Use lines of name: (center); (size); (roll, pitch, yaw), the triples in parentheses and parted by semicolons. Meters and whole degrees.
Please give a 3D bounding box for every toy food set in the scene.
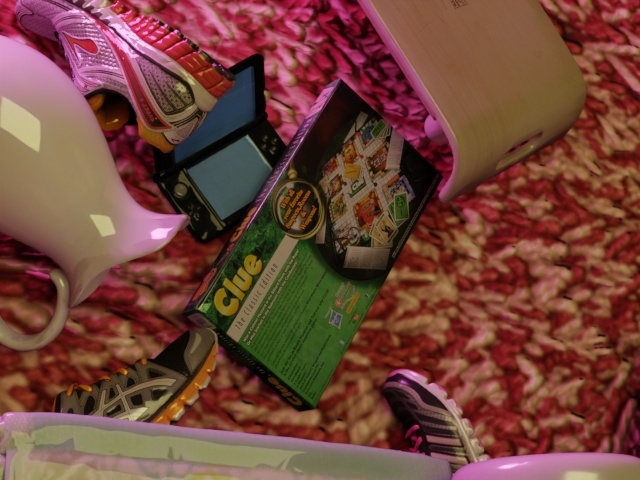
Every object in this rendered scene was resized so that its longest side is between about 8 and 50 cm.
toy food set: (0.096, -0.198, 1.295); (0.220, 0.092, 0.306); (-27, 84, -45)

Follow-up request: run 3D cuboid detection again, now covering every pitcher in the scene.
pitcher: (-0.229, -0.035, 1.060); (0.178, 0.125, 0.207); (-41, 94, 8)

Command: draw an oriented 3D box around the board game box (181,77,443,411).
board game box: (0.000, 0.000, 1.191); (0.136, 0.030, 0.260); (44, 58, -21)

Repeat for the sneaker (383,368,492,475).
sneaker: (0.094, 0.186, 1.156); (0.075, 0.063, 0.170); (-29, 78, -21)

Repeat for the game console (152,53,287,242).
game console: (-0.075, -0.077, 1.180); (0.122, 0.071, 0.107); (-33, 85, -29)

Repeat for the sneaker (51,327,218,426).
sneaker: (-0.158, 0.133, 1.059); (0.083, 0.084, 0.215); (43, 60, 4)

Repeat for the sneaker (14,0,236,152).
sneaker: (-0.173, -0.143, 1.113); (0.093, 0.225, 0.088); (-57, 144, -1)

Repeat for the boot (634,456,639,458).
boot: (0.325, 0.294, 1.183); (0.338, 0.118, 0.223); (13, 65, -17)

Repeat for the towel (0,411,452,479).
towel: (-0.076, 0.287, 0.955); (0.374, 0.090, 0.320); (9, 70, -20)

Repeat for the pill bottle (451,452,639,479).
pill bottle: (0.167, 0.284, 0.972); (0.146, 0.146, 0.264); (5, 74, -22)
